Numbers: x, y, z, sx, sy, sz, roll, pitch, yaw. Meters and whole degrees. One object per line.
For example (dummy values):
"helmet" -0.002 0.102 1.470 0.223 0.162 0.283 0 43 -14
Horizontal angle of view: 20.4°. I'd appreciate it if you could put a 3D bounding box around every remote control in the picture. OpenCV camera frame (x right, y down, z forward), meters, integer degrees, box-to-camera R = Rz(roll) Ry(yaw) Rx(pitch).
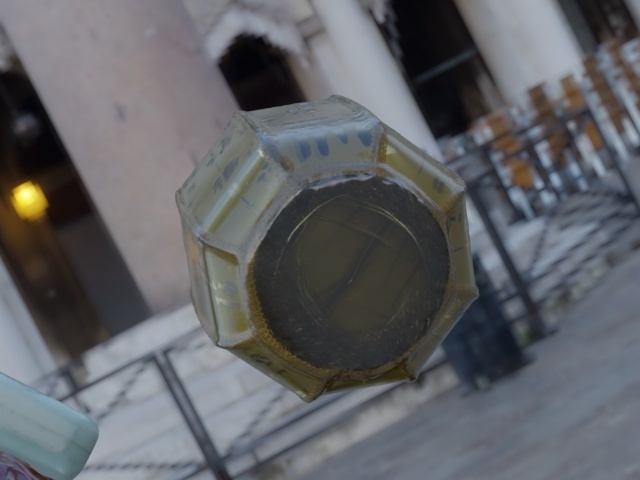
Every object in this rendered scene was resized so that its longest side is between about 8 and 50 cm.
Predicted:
"remote control" -0.293 0.083 1.210 0.056 0.296 0.140 -64 6 -17

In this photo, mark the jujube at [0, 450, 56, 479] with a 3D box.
"jujube" -0.083 0.186 0.645 0.168 0.236 0.168 -29 21 12

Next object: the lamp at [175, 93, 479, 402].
"lamp" 0.000 0.000 0.979 0.161 0.161 0.185 -27 13 -1
